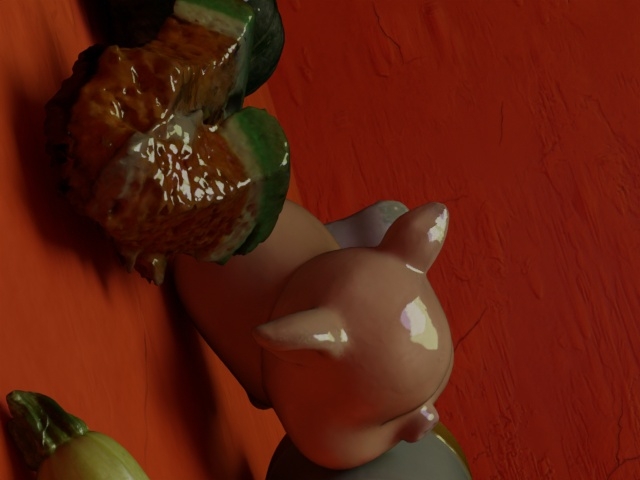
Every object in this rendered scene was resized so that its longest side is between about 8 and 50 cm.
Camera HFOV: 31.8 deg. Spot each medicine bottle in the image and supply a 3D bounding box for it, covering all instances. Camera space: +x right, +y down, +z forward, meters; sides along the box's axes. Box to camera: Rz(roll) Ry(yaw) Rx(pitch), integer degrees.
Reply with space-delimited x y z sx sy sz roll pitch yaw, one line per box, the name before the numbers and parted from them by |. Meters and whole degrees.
medicine bottle | 0.051 0.312 1.175 0.232 0.237 0.238 -82 154 -76

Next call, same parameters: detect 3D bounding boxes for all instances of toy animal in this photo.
toy animal | -0.008 0.074 1.118 0.326 0.237 0.269 47 -30 14

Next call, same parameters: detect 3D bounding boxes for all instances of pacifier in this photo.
pacifier | -0.028 0.012 1.485 0.220 0.273 0.332 -35 -117 49

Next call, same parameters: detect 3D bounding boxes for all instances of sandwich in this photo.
sandwich | -0.105 -0.071 0.914 0.301 0.162 0.250 -41 145 -72

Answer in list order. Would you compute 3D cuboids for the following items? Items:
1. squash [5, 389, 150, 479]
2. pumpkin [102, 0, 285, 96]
squash | -0.123 0.185 0.655 0.224 0.094 0.094 64 6 -4
pumpkin | -0.144 -0.297 1.241 0.300 0.207 0.300 -17 90 -85
